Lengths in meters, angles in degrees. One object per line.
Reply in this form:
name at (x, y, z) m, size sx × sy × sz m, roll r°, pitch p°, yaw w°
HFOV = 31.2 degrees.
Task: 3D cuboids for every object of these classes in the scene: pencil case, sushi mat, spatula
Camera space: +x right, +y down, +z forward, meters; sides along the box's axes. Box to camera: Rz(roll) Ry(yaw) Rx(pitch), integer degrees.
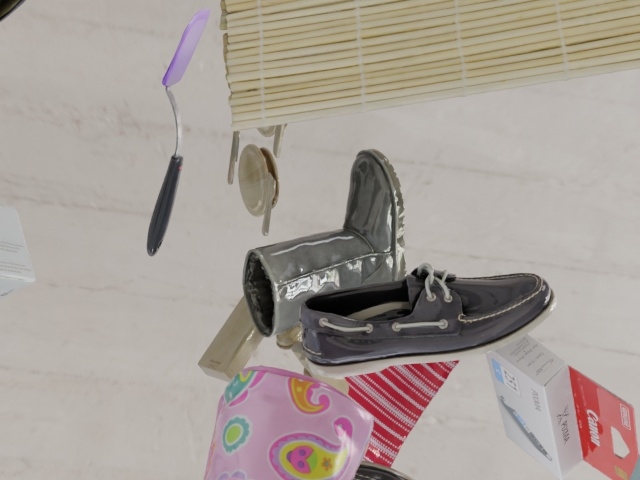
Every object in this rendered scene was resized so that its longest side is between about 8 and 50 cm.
pencil case at (-0.056, 0.232, 0.796) m, size 0.124 × 0.124 × 0.284 m, roll 23°, pitch 68°, yaw -5°
sushi mat at (0.086, -0.164, 0.758) m, size 0.317 × 0.019 × 0.151 m, roll -8°, pitch 74°, yaw 7°
spatula at (-0.170, -0.121, 1.321) m, size 0.030 × 0.084 × 0.296 m, roll 12°, pitch 104°, yaw 6°

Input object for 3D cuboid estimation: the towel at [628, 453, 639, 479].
towel at (0.318, 0.195, 0.687) m, size 0.090 × 0.320 × 0.374 m, roll 9°, pitch 109°, yaw -25°

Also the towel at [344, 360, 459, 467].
towel at (0.122, 0.214, 1.819) m, size 0.199 × 0.031 × 0.275 m, roll 45°, pitch 75°, yaw -35°

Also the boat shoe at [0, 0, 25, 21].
boat shoe at (-0.332, -0.342, 1.331) m, size 0.103 × 0.285 × 0.092 m, roll -15°, pitch 82°, yaw -50°

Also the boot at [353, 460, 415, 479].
boot at (0.141, 0.421, 1.526) m, size 0.377 × 0.284 × 0.138 m, roll 30°, pitch 87°, yaw -3°

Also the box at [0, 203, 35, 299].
box at (-0.357, 0.018, 1.122) m, size 0.101 × 0.102 × 0.087 m, roll -27°, pitch 71°, yaw 22°

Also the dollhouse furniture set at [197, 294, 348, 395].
dollhouse furniture set at (-0.051, 0.172, 1.448) m, size 0.144 × 0.151 × 0.123 m, roll -57°, pitch 136°, yaw -25°

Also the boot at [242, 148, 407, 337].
boot at (0.001, -0.001, 1.312) m, size 0.209 × 0.076 × 0.189 m, roll -11°, pitch 92°, yaw -32°

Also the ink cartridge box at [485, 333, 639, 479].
ink cartridge box at (0.396, 0.297, 1.867) m, size 0.066 × 0.296 × 0.261 m, roll -39°, pitch 48°, yaw -17°

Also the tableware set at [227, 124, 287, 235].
tableware set at (-0.059, -0.116, 1.330) m, size 0.039 × 0.128 × 0.194 m, roll -7°, pitch 127°, yaw -25°

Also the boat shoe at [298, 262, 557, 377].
boat shoe at (0.082, 0.054, 0.905) m, size 0.206 × 0.075 × 0.065 m, roll -14°, pitch 116°, yaw 6°
